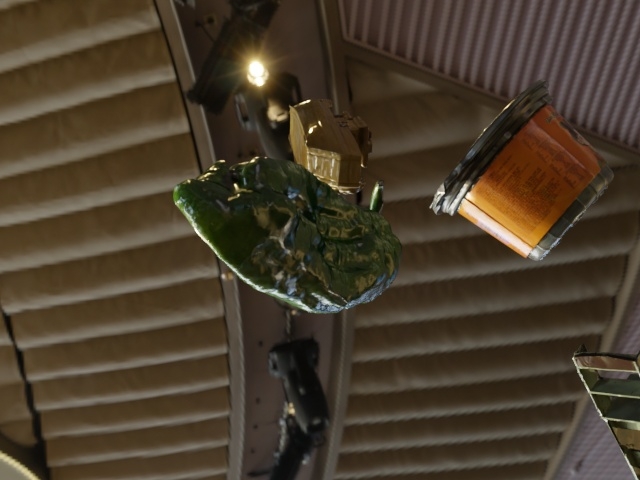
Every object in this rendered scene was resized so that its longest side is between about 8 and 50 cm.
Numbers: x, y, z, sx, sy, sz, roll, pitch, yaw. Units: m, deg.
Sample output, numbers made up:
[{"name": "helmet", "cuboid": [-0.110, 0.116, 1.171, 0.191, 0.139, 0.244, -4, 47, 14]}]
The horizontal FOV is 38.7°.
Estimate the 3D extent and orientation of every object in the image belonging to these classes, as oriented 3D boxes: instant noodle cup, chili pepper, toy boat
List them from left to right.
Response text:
[{"name": "chili pepper", "cuboid": [-0.005, -0.002, 0.588, 0.074, 0.100, 0.257, -21, -14, 15]}, {"name": "toy boat", "cuboid": [0.011, -0.096, 0.862, 0.072, 0.206, 0.065, 0, -68, -7]}, {"name": "instant noodle cup", "cuboid": [0.222, -0.062, 0.953, 0.208, 0.125, 0.178, -44, -13, -25]}]

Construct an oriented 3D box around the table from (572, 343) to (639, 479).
[{"name": "table", "cuboid": [0.321, 0.150, 0.779, 0.062, 0.146, 0.175, -42, -68, -33]}]
